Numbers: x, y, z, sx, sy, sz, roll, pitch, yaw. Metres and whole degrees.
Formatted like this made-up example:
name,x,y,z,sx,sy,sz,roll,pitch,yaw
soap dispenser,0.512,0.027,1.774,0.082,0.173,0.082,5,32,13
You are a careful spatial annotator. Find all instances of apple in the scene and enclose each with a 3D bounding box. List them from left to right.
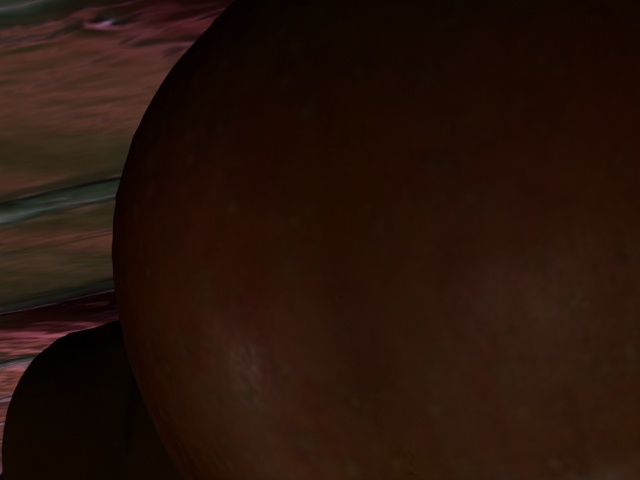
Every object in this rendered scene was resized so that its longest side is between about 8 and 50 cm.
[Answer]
name,x,y,z,sx,sy,sz,roll,pitch,yaw
apple,0.071,0.010,0.487,0.235,0.173,0.210,-12,173,7

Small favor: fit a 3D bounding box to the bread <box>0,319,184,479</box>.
name,x,y,z,sx,sy,sz,roll,pitch,yaw
bread,-0.037,0.125,1.114,0.341,0.210,0.300,-7,-162,34
